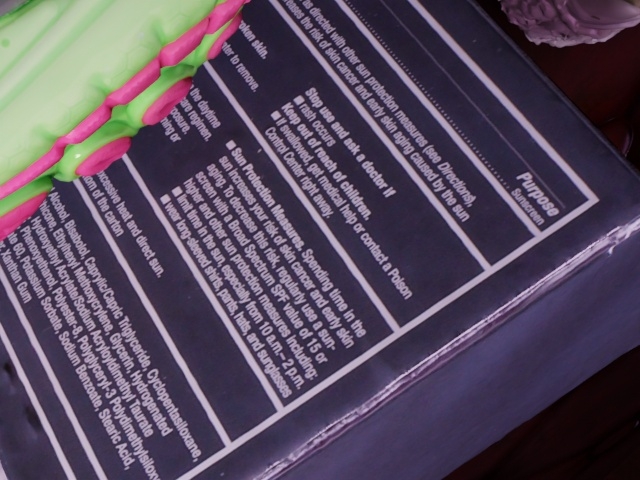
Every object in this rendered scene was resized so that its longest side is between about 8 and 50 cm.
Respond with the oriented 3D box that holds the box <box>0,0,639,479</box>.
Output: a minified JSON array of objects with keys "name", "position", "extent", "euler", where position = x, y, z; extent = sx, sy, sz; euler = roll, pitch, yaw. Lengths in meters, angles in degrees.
[{"name":"box","position":[-0.031,-0.003,0.549],"extent":[0.294,0.296,0.182],"euler":[-34,152,-2]}]

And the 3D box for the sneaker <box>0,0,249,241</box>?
[{"name":"sneaker","position":[-0.236,-0.039,0.360],"extent":[0.483,0.202,0.185],"euler":[-40,180,-21]}]

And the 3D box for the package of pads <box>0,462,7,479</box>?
[{"name":"package of pads","position":[-0.241,0.205,0.701],"extent":[0.229,0.101,0.296],"euler":[-9,152,29]}]

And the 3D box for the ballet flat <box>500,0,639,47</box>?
[{"name":"ballet flat","position":[0.178,-0.214,0.628],"extent":[0.147,0.147,0.409],"euler":[-35,153,0]}]
